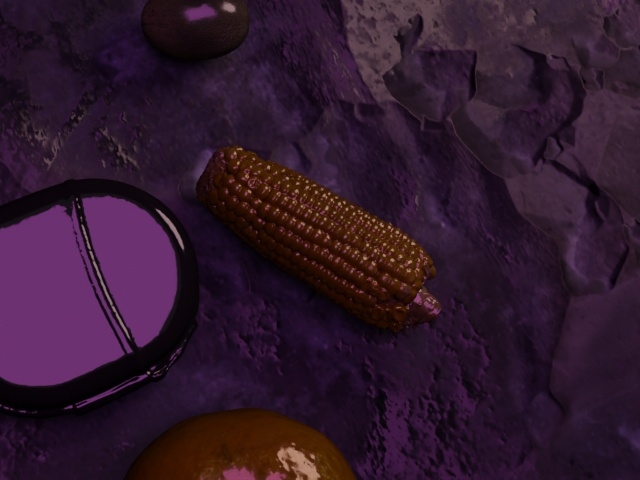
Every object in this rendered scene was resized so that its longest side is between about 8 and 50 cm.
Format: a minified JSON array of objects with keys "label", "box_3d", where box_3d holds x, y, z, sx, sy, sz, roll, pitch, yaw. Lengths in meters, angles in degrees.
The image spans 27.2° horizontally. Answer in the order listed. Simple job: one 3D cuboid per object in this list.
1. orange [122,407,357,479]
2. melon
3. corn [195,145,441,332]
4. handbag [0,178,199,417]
[{"label":"orange","box_3d":[-0.086,0.314,1.381,0.279,0.235,0.279,4,61,-6]},{"label":"melon","box_3d":[-0.149,-0.264,1.584,0.130,0.098,0.098,1,75,-9]},{"label":"corn","box_3d":[0.000,0.000,1.540,0.322,0.119,0.119,29,71,1]},{"label":"handbag","box_3d":[-0.282,0.063,1.471,0.308,0.093,0.254,-23,81,-17]}]
